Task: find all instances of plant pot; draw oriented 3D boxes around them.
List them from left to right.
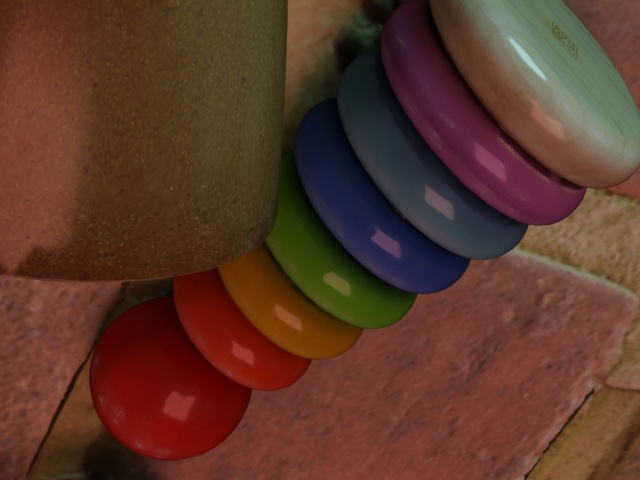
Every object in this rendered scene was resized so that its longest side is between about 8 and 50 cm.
[{"bbox_3d":[-0.108,-0.146,0.681,0.237,0.237,0.254,4,113,-21],"label":"plant pot"}]

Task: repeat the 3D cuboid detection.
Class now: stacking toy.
[{"bbox_3d":[0.000,0.000,0.895,0.330,0.141,0.141,-39,130,23],"label":"stacking toy"}]
